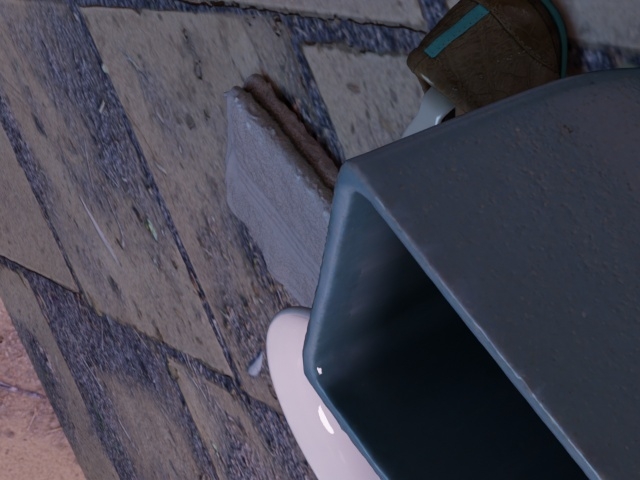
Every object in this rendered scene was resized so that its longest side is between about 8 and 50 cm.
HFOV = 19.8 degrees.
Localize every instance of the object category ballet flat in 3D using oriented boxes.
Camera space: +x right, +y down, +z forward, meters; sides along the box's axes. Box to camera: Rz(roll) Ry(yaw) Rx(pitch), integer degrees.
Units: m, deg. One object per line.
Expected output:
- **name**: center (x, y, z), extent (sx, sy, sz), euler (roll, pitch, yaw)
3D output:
- **ballet flat**: center (0.106, -0.016, 1.244), extent (0.116, 0.124, 0.342), euler (44, 154, 38)

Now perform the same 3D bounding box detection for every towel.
- **towel**: center (0.000, 0.000, 1.616), extent (0.282, 0.049, 0.187), euler (50, 158, 25)

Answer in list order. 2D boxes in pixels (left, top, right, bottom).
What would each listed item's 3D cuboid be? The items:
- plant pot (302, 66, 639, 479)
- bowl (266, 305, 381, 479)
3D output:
- **plant pot**: center (0.169, 0.051, 1.003), extent (0.247, 0.252, 0.248), euler (53, 158, 21)
- **bowl**: center (0.096, 0.148, 1.423), extent (0.298, 0.134, 0.298), euler (46, 156, 27)
